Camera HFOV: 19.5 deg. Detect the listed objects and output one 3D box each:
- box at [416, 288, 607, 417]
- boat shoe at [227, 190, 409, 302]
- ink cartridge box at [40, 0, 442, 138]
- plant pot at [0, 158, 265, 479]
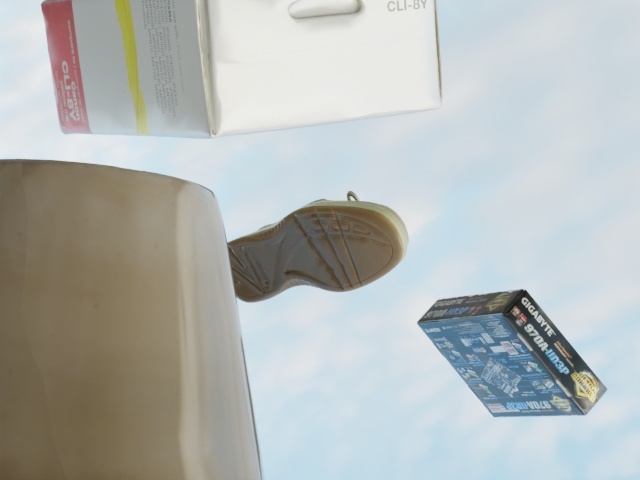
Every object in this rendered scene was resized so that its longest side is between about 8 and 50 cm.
[{"bbox_3d":[0.240,0.147,2.378,0.051,0.175,0.220,-46,-166,-23],"label":"box"},{"bbox_3d":[0.000,0.000,2.070,0.285,0.105,0.089,-9,-163,46],"label":"boat shoe"},{"bbox_3d":[-0.090,-0.201,1.977,0.279,0.160,0.384,-10,-172,-29],"label":"ink cartridge box"},{"bbox_3d":[-0.174,0.097,1.283,0.323,0.280,0.323,5,172,1],"label":"plant pot"}]
